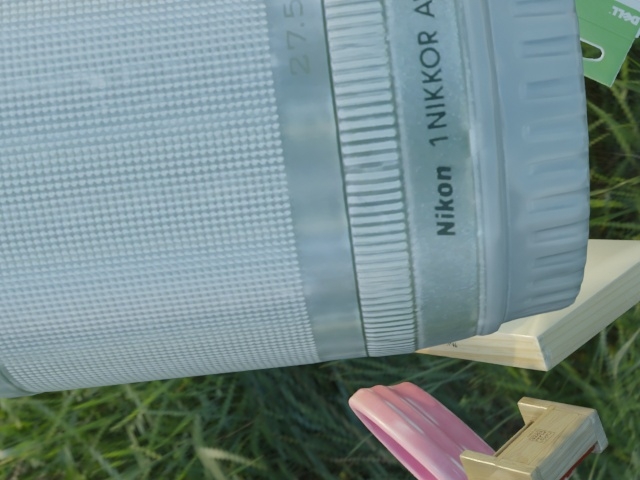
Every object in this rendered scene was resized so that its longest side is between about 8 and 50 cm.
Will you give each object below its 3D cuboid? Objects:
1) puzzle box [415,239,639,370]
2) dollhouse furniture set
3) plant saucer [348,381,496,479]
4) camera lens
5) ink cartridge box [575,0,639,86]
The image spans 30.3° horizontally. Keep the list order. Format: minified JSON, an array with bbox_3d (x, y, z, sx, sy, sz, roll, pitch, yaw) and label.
[{"bbox_3d":[0.244,0.075,1.641,0.409,0.272,0.052,2,118,54],"label":"puzzle box"},{"bbox_3d":[0.162,0.227,0.868,0.129,0.184,0.129,3,123,52],"label":"dollhouse furniture set"},{"bbox_3d":[0.184,0.311,1.640,0.332,0.332,0.084,42,81,12],"label":"plant saucer"},{"bbox_3d":[-0.043,-0.053,0.501,0.274,0.219,0.219,-6,93,3],"label":"camera lens"},{"bbox_3d":[0.300,-0.277,1.223,0.109,0.062,0.209,26,105,3],"label":"ink cartridge box"}]
